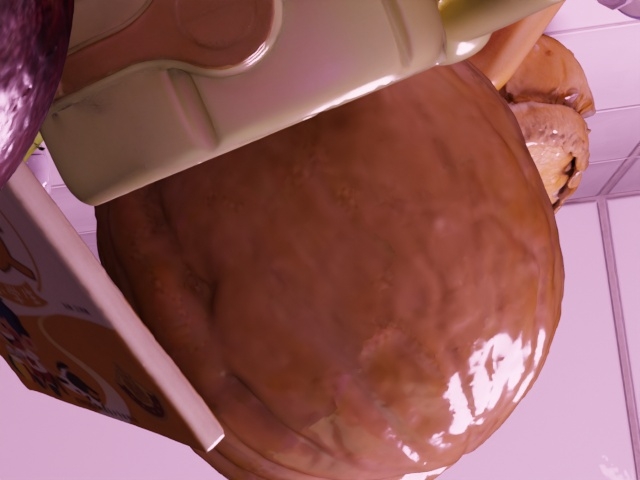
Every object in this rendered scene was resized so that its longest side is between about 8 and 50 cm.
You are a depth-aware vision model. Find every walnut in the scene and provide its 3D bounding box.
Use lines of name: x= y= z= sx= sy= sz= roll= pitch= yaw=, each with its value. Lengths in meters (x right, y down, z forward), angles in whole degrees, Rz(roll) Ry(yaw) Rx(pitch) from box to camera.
walnut: x=0.000 y=0.000 z=1.254 sx=0.333 sy=0.332 sz=0.333 roll=-7 pitch=175 yaw=-1

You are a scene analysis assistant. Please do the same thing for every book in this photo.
book: x=-0.190 y=-0.003 z=1.135 sx=0.020 sy=0.295 sz=0.208 roll=-47 pitch=-148 yaw=-23

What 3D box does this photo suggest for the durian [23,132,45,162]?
durian: x=-0.315 y=-0.050 z=1.434 sx=0.250 sy=0.101 sz=0.139 roll=-7 pitch=175 yaw=-7

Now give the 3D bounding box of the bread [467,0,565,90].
bread: x=0.118 y=-0.147 z=1.345 sx=0.062 sy=0.103 sz=0.049 roll=35 pitch=165 yaw=6

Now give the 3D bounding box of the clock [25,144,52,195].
clock: x=-0.322 y=-0.045 z=1.626 sx=0.176 sy=0.080 sz=0.117 roll=-10 pitch=175 yaw=17

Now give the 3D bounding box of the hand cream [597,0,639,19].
hand cream: x=0.224 y=-0.169 z=1.233 sx=0.142 sy=0.053 sz=0.084 roll=-17 pitch=-178 yaw=-40

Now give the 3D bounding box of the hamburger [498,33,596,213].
hamburger: x=0.096 y=-0.081 z=1.509 sx=0.286 sy=0.146 sz=0.243 roll=4 pitch=163 yaw=-36

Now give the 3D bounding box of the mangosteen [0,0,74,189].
mangosteen: x=-0.179 y=-0.097 z=0.556 sx=0.228 sy=0.228 sz=0.265 roll=-6 pitch=146 yaw=-12

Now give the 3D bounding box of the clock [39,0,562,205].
clock: x=-0.049 y=-0.092 z=0.974 sx=0.308 sy=0.096 sz=0.235 roll=-23 pitch=-176 yaw=-27
